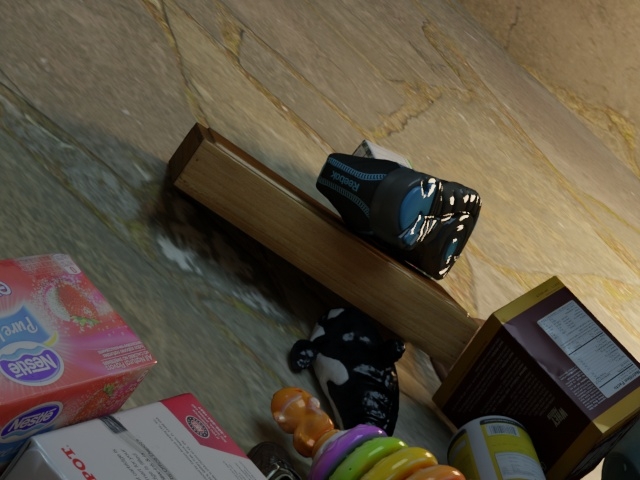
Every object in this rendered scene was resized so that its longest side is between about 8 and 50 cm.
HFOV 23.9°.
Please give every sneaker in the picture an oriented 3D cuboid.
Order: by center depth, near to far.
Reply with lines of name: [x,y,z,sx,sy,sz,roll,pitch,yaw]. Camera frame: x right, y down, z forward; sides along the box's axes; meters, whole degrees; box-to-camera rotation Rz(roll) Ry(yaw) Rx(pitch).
sneaker: [-0.040,0.244,1.472,0.066,0.071,0.188,34,24,-13]
sneaker: [0.107,-0.044,1.924,0.139,0.125,0.341,26,-4,22]

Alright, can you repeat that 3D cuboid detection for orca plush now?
orca plush: [0.048,0.149,1.744,0.151,0.102,0.287,36,23,-8]

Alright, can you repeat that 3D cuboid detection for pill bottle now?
pill bottle: [0.209,0.292,1.721,0.103,0.103,0.184,29,25,-24]

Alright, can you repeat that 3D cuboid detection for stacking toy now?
stacking toy: [0.050,0.249,1.534,0.302,0.166,0.175,39,30,31]

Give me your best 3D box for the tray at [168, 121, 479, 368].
tray: [0.000,0.000,1.913,0.411,0.076,0.203,35,5,-12]

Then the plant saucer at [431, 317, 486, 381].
plant saucer: [0.267,0.201,2.064,0.278,0.041,0.278,31,24,-16]

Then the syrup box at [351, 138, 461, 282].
syrup box: [0.105,-0.032,2.182,0.096,0.093,0.237,23,28,-35]

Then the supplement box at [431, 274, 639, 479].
supplement box: [0.275,0.189,1.853,0.129,0.191,0.194,-26,66,-39]

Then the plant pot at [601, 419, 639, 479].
plant pot: [0.476,0.312,1.929,0.195,0.290,0.290,-11,44,-17]

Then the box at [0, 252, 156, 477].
box: [-0.294,0.119,1.216,0.142,0.154,0.300,46,23,17]

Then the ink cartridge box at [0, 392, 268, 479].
ink cartridge box: [-0.148,0.238,1.283,0.172,0.100,0.237,46,23,17]
